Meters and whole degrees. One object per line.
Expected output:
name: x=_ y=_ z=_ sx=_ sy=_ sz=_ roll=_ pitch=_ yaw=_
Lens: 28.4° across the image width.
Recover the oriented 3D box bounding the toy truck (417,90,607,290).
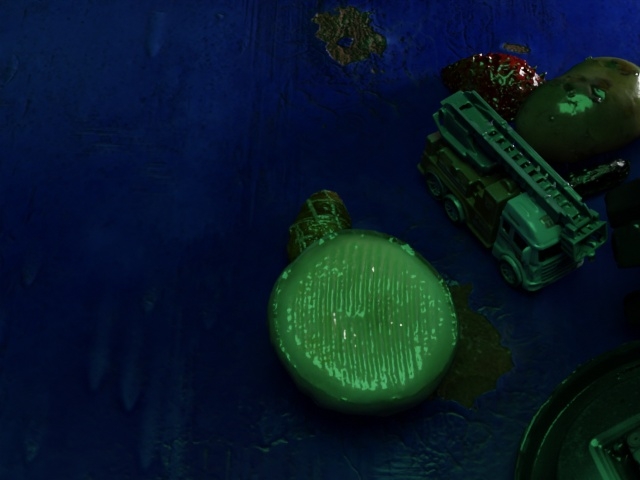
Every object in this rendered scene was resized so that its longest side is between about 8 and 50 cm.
toy truck: x=0.295 y=-0.073 z=1.938 sx=0.133 sy=0.184 sz=0.338 roll=-26 pitch=57 yaw=-19

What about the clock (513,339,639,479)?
clock: x=0.435 y=0.293 z=1.610 sx=0.386 sy=0.076 sz=0.386 roll=-22 pitch=42 yaw=21

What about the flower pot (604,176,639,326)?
flower pot: x=0.554 y=-0.026 z=1.816 sx=0.282 sy=0.299 sz=0.299 roll=-10 pitch=50 yaw=17

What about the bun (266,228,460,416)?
bun: x=0.058 y=0.129 z=1.803 sx=0.287 sy=0.146 sz=0.287 roll=1 pitch=57 yaw=-2

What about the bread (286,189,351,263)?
bread: x=0.000 y=0.000 z=1.949 sx=0.105 sy=0.076 sz=0.233 roll=2 pitch=50 yaw=-1

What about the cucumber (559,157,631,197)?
cucumber: x=0.428 y=-0.096 z=2.044 sx=0.181 sy=0.053 sz=0.053 roll=-19 pitch=55 yaw=-16

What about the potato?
potato: x=0.438 y=-0.208 z=2.068 sx=0.262 sy=0.165 sz=0.165 roll=-28 pitch=57 yaw=-27

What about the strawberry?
strawberry: x=0.306 y=-0.277 z=2.163 sx=0.140 sy=0.085 sz=0.192 roll=-25 pitch=55 yaw=-16
